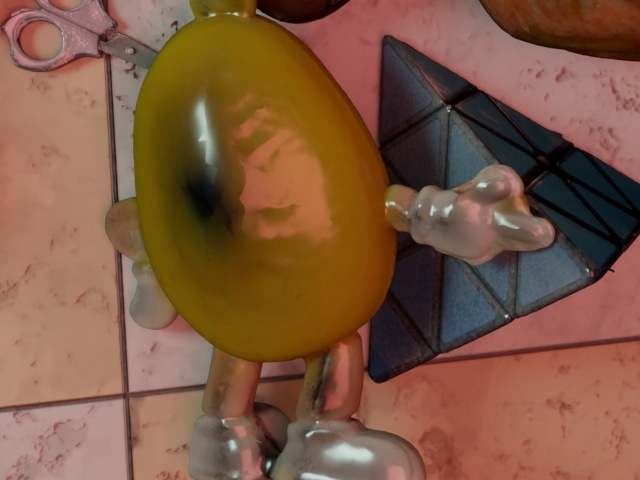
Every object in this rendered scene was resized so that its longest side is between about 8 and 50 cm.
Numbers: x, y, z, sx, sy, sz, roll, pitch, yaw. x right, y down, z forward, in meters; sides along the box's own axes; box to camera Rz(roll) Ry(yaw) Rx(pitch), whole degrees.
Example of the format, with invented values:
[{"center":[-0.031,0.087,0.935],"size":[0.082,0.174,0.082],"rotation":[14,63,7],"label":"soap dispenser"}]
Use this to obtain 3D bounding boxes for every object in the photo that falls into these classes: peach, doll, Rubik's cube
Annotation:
[{"center":[0.243,-0.238,1.558],"size":[0.235,0.214,0.214],"rotation":[26,94,-27],"label":"peach"},{"center":[-0.018,0.028,1.536],"size":[0.348,0.161,0.423],"rotation":[27,114,9],"label":"doll"},{"center":[0.157,-0.013,1.614],"size":[0.233,0.228,0.229],"rotation":[6,148,17],"label":"Rubik's cube"}]

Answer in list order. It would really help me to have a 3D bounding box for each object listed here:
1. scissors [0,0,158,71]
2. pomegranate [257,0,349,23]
[{"center":[-0.164,-0.158,1.556],"size":[0.189,0.015,0.100],"rotation":[24,92,-21],"label":"scissors"},{"center":[-0.017,-0.237,1.534],"size":[0.130,0.130,0.130],"rotation":[-4,103,-16],"label":"pomegranate"}]
